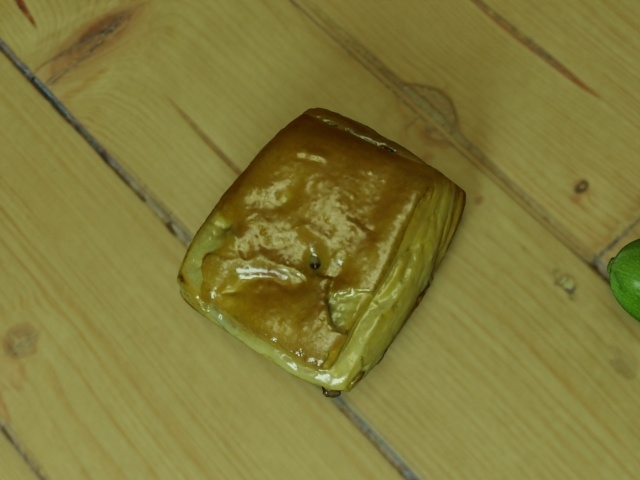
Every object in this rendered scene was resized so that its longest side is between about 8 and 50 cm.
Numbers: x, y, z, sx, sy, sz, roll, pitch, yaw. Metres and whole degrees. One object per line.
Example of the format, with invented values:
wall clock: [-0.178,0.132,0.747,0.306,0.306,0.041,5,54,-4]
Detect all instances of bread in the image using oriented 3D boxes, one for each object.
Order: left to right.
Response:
bread: [0.000,0.000,1.128,0.210,0.099,0.235,30,78,20]

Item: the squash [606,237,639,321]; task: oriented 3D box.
squash: [0.424,0.074,1.022,0.378,0.101,0.101,18,74,15]
